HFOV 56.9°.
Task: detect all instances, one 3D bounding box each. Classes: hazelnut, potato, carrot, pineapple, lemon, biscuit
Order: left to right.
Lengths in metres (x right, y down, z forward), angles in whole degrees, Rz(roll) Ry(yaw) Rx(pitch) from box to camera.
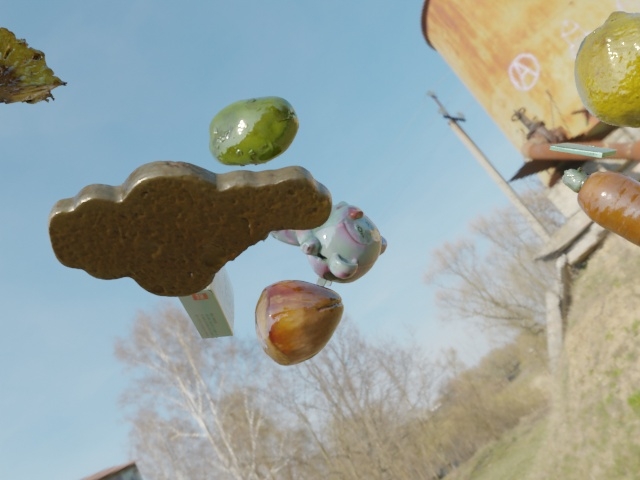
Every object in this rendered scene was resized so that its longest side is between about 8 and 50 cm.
[{"bbox_3d":[-0.522,-0.283,0.903,0.080,0.135,0.233,-29,-9,32],"label":"pineapple"},{"bbox_3d":[-0.146,-0.018,0.686,0.320,0.047,0.183,-18,-47,8],"label":"biscuit"},{"bbox_3d":[-0.180,-0.280,1.526,0.253,0.186,0.148,-26,-45,14],"label":"potato"},{"bbox_3d":[-0.033,0.131,0.950,0.150,0.150,0.150,-30,-22,-13],"label":"hazelnut"},{"bbox_3d":[0.573,-0.311,1.088,0.193,0.230,0.192,-16,-7,-2],"label":"lemon"},{"bbox_3d":[0.425,0.006,0.674,0.069,0.336,0.069,-36,-31,-26],"label":"carrot"}]

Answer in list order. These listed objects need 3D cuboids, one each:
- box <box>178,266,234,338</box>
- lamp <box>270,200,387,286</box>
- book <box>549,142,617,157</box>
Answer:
[{"bbox_3d":[-0.249,0.109,1.294,0.079,0.134,0.269,-5,-31,0],"label":"box"},{"bbox_3d":[0.000,0.000,1.499,0.247,0.301,0.247,-28,-35,-60],"label":"lamp"},{"bbox_3d":[0.678,-0.232,1.521,0.103,0.135,0.017,-14,-66,-41],"label":"book"}]
